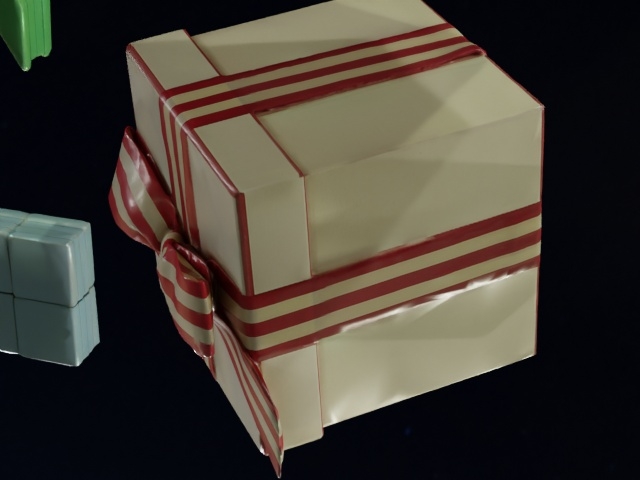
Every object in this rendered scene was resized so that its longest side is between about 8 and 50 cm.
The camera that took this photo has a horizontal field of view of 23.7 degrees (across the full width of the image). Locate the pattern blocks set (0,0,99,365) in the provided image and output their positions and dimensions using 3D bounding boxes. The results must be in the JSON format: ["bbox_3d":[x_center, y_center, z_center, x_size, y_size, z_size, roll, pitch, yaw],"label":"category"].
[{"bbox_3d":[-0.230,-0.056,0.511,0.324,0.026,0.286,-1,-66,21],"label":"pattern blocks set"}]

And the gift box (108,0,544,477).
[{"bbox_3d":[0.000,0.000,1.100,0.258,0.255,0.276,-16,-58,-18],"label":"gift box"}]
